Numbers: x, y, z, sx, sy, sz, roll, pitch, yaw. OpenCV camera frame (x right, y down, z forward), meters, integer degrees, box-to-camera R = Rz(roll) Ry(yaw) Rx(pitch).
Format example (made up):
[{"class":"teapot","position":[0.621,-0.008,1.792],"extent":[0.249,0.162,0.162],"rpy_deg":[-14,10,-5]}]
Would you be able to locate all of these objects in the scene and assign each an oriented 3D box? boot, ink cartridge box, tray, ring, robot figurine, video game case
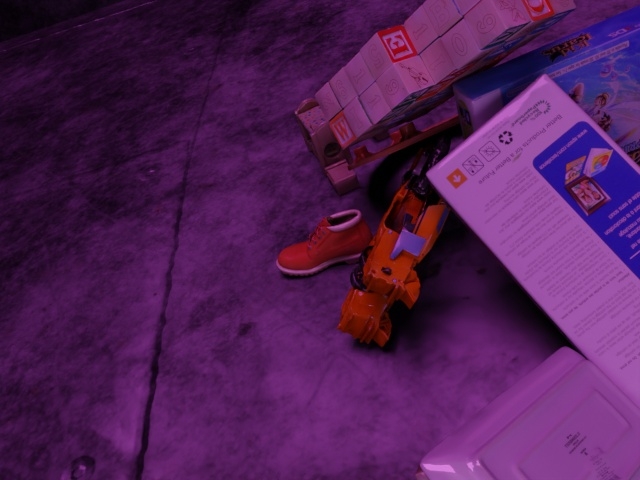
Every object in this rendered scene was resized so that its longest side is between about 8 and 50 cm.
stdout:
[{"class":"boot","position":[0.000,0.000,0.974],"extent":[0.158,0.084,0.059],"rpy_deg":[-16,41,10]},{"class":"ink cartridge box","position":[0.301,0.009,0.708],"extent":[0.176,0.069,0.371],"rpy_deg":[-40,74,6]},{"class":"tray","position":[0.216,0.184,0.565],"extent":[0.270,0.030,0.145],"rpy_deg":[-19,59,-43]},{"class":"ring","position":[0.191,-0.190,1.003],"extent":[0.337,0.032,0.336],"rpy_deg":[-24,6,3]},{"class":"robot figurine","position":[0.117,-0.009,0.868],"extent":[0.085,0.211,0.291],"rpy_deg":[29,53,4]},{"class":"video game case","position":[0.328,-0.141,0.855],"extent":[0.270,0.244,0.061],"rpy_deg":[-23,38,-1]}]

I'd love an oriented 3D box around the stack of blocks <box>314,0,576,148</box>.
[{"class":"stack of blocks","position":[0.140,-0.232,0.813],"extent":[0.171,0.087,0.297],"rpy_deg":[-26,-2,-31]}]

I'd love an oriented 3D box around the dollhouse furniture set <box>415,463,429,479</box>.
[{"class":"dollhouse furniture set","position":[0.148,0.284,0.622],"extent":[0.144,0.123,0.151],"rpy_deg":[-17,74,6]}]

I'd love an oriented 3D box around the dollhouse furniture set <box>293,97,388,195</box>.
[{"class":"dollhouse furniture set","position":[0.061,-0.195,1.155],"extent":[0.161,0.101,0.182],"rpy_deg":[-25,39,-4]}]
